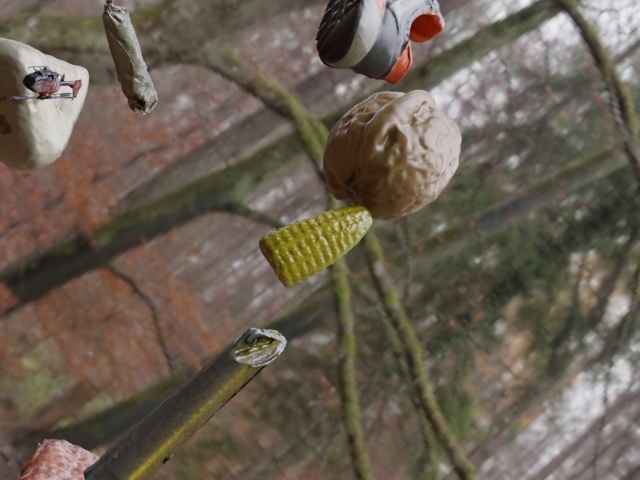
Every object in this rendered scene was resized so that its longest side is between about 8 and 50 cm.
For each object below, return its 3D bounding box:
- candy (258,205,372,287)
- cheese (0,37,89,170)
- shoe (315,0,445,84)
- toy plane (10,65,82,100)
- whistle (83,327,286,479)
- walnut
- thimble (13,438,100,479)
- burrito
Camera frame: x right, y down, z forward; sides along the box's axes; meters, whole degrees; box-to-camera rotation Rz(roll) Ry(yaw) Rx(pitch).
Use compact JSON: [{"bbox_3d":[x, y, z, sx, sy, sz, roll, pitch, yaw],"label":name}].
[{"bbox_3d":[0.000,0.000,1.944,0.094,0.199,0.106,61,-8,22],"label":"candy"},{"bbox_3d":[-0.599,-0.271,2.267,0.174,0.248,0.251,11,-9,16],"label":"cheese"},{"bbox_3d":[0.113,-0.363,1.641,0.171,0.336,0.132,27,-31,-25],"label":"shoe"},{"bbox_3d":[-0.464,-0.267,1.958,0.037,0.145,0.060,31,-66,28],"label":"toy plane"},{"bbox_3d":[-0.174,0.219,1.439,0.068,0.326,0.057,23,29,-54],"label":"whistle"},{"bbox_3d":[0.131,-0.160,2.033,0.224,0.257,0.257,29,-25,26],"label":"walnut"},{"bbox_3d":[-0.381,0.476,1.615,0.230,0.350,0.350,32,-16,-3],"label":"thimble"},{"bbox_3d":[-0.271,-0.258,1.600,0.058,0.045,0.188,41,-29,46],"label":"burrito"}]
